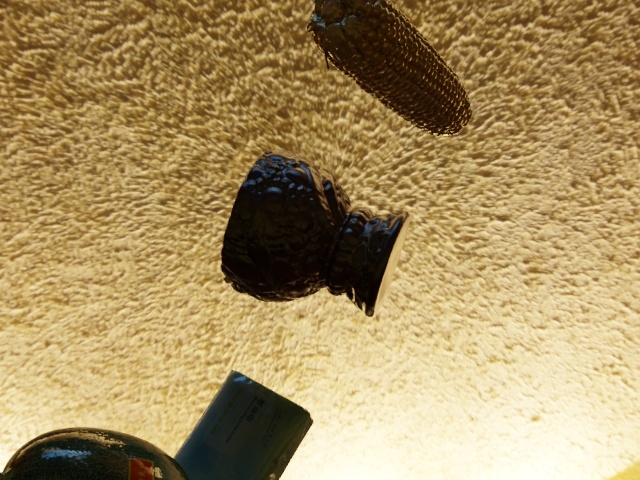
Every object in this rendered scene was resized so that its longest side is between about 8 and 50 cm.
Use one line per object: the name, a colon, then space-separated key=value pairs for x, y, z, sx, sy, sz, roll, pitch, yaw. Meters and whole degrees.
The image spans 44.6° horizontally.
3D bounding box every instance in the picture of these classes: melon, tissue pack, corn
melon: x=-0.301 y=0.340 z=1.033 sx=0.288 sy=0.182 sz=0.182 roll=26 pitch=-86 yaw=-34
tissue pack: x=-0.151 y=0.372 z=1.341 sx=0.177 sy=0.089 sz=0.263 roll=24 pitch=-114 yaw=22
corn: x=0.087 y=-0.197 z=0.886 sx=0.091 sy=0.260 sz=0.091 roll=-37 pitch=-129 yaw=21

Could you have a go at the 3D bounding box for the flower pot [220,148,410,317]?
flower pot: x=0.000 y=0.000 z=1.341 sx=0.267 sy=0.266 sz=0.266 roll=18 pitch=-87 yaw=9
